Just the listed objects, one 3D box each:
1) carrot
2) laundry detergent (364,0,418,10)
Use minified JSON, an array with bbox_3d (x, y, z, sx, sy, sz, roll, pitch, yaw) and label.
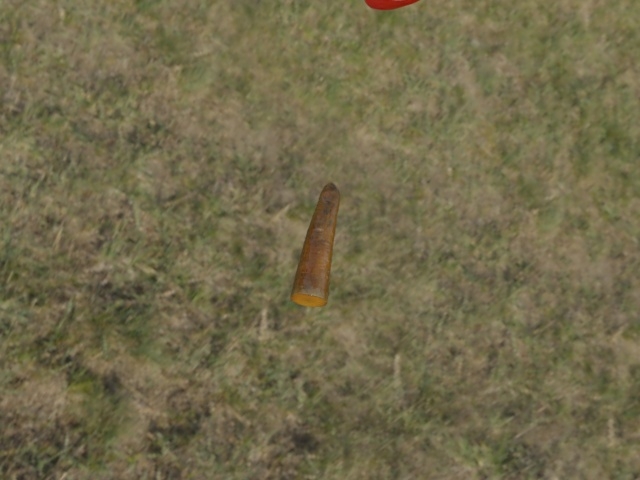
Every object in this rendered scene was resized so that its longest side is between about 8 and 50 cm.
[{"bbox_3d":[0.000,0.000,1.528,0.061,0.061,0.210,19,69,-21],"label":"carrot"},{"bbox_3d":[0.122,-0.355,1.208,0.049,0.165,0.097,-34,110,-51],"label":"laundry detergent"}]
